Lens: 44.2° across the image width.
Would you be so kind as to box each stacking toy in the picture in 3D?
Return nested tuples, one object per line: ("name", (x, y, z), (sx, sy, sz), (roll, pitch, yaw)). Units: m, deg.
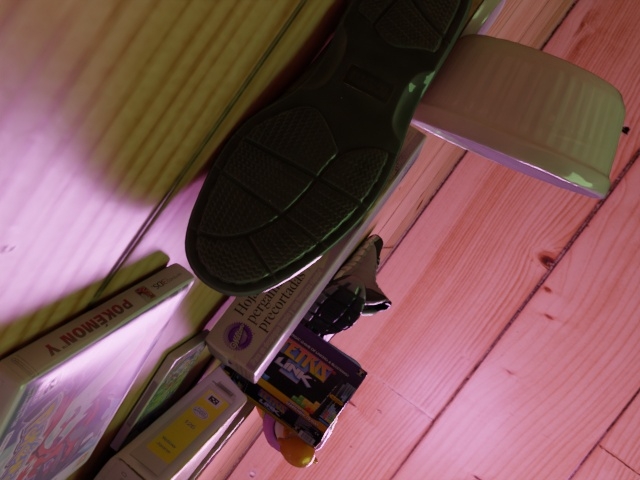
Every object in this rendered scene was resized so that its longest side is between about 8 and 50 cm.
("stacking toy", (-0.032, 0.273, 1.239), (0.165, 0.175, 0.302), (-55, -171, 12))

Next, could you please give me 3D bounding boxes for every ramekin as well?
("ramekin", (0.253, -0.161, 0.999), (0.273, 0.273, 0.127), (-15, 128, -78))

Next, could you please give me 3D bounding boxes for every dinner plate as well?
("dinner plate", (0.219, -0.295, 1.074), (0.141, 0.017, 0.141), (-51, 172, -10))

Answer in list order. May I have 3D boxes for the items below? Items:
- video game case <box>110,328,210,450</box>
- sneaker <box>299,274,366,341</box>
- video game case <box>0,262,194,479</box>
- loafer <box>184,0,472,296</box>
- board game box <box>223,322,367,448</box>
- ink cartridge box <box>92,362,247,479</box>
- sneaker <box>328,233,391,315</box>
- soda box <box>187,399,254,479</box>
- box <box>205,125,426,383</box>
("video game case", (-0.158, 0.148, 0.790), (0.122, 0.011, 0.087), (-55, 173, 18))
("sneaker", (0.003, 0.149, 1.561), (0.267, 0.101, 0.106), (-52, -171, 32))
("video game case", (-0.174, 0.119, 0.510), (0.201, 0.023, 0.183), (-57, 172, 24))
("loafer", (0.011, -0.073, 0.524), (0.267, 0.096, 0.084), (-54, 179, -8))
("board game box", (-0.036, 0.197, 1.148), (0.141, 0.170, 0.048), (-47, 169, -46))
("ink cartridge box", (-0.207, 0.290, 0.894), (0.303, 0.072, 0.307), (-53, 171, 19))
("sneaker", (0.105, 0.088, 1.674), (0.228, 0.132, 0.086), (-46, 170, -43))
("soda box", (-0.167, 0.283, 1.154), (0.181, 0.061, 0.058), (-48, 171, -39))
("box", (0.000, 0.000, 0.839), (0.324, 0.063, 0.067), (-54, 171, -17))
